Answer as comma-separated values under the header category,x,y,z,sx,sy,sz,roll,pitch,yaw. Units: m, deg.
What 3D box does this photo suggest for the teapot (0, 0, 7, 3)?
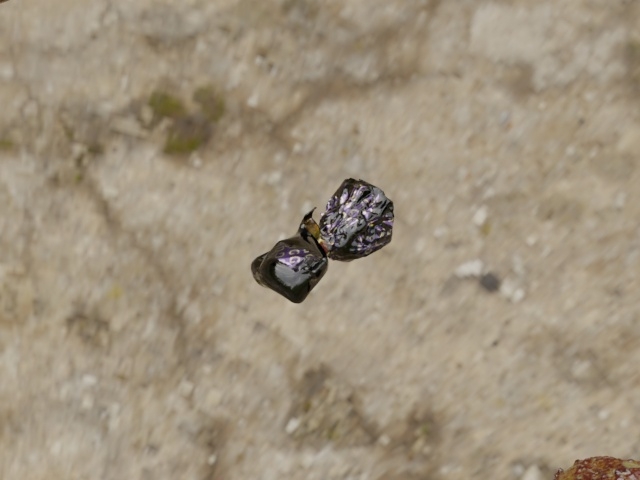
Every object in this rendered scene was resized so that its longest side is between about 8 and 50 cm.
category,x,y,z,sx,sy,sz,roll,pitch,yaw
teapot,-0.246,-0.216,1.339,0.129,0.098,0.078,27,38,-40

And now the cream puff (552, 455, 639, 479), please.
category,x,y,z,sx,sy,sz,roll,pitch,yaw
cream puff,0.242,0.214,1.517,0.149,0.149,0.084,9,83,-8

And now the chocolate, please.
category,x,y,z,sx,sy,sz,roll,pitch,yaw
chocolate,-0.002,0.001,1.414,0.147,0.072,0.070,-25,87,-56
